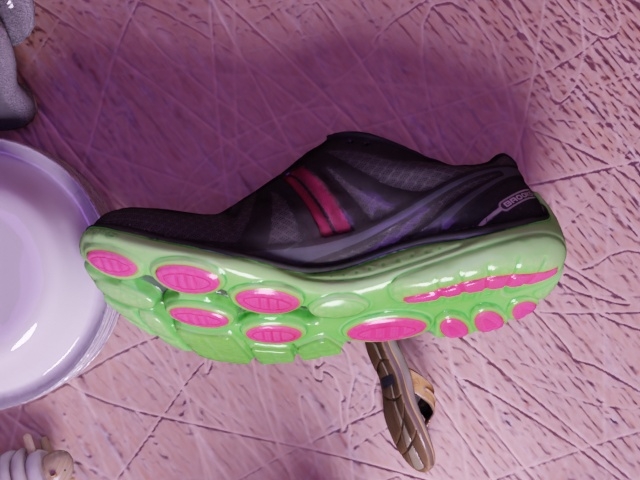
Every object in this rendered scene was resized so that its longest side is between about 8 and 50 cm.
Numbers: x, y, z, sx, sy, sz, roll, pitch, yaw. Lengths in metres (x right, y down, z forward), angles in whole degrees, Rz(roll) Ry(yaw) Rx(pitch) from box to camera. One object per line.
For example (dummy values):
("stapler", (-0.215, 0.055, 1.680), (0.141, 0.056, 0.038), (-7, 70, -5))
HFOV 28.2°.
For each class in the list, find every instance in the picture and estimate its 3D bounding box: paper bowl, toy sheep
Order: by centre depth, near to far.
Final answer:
("paper bowl", (-0.352, 0.034, 1.311), (0.284, 0.148, 0.284), (0, 90, 1))
("toy sheep", (-0.316, 0.259, 1.340), (0.132, 0.091, 0.091), (-31, 89, 14))

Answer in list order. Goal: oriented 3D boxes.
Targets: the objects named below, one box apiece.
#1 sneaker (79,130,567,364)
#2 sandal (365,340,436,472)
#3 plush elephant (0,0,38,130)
("sneaker", (0.000, 0.000, 1.299), (0.483, 0.185, 0.202), (-2, 53, -9))
("sandal", (0.093, 0.157, 1.351), (0.049, 0.072, 0.180), (-15, 85, -21))
("plush elephant", (-0.427, -0.292, 1.264), (0.272, 0.330, 0.255), (-5, 56, -18))
